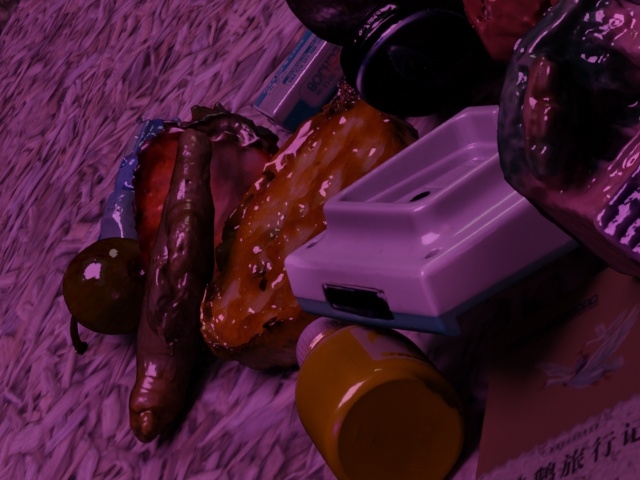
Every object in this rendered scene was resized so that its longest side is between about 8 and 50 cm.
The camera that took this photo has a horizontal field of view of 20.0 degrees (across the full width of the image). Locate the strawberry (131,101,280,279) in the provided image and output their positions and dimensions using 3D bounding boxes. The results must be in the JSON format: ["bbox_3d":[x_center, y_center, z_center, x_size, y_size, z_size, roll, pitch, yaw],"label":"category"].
[{"bbox_3d":[-0.125,-0.038,2.091,0.111,0.190,0.237,-48,-21,-74],"label":"strawberry"}]

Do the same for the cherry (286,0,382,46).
[{"bbox_3d":[0.078,-0.326,2.002,0.255,0.218,0.296,-25,9,-22],"label":"cherry"}]

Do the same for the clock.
[{"bbox_3d":[0.112,-0.023,1.536,0.231,0.116,0.262,-29,13,-22],"label":"clock"}]

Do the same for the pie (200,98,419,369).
[{"bbox_3d":[0.000,0.000,1.867,0.315,0.092,0.315,-38,32,29],"label":"pie"}]

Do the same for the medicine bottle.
[{"bbox_3d":[0.037,0.128,1.554,0.122,0.122,0.212,-51,23,4],"label":"medicine bottle"}]

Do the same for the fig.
[{"bbox_3d":[-0.276,0.078,2.266,0.236,0.124,0.124,-42,22,55],"label":"fig"}]

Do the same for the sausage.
[{"bbox_3d":[0.206,-0.264,1.767,0.152,0.152,0.280,-43,25,22],"label":"sausage"}]

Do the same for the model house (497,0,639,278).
[{"bbox_3d":[0.275,-0.087,1.279,0.237,0.202,0.237,-47,25,-5],"label":"model house"}]

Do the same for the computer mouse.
[{"bbox_3d":[0.107,-0.187,1.847,0.137,0.096,0.233,-51,-15,19],"label":"computer mouse"}]

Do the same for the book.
[{"bbox_3d":[0.195,0.145,1.358,0.217,0.021,0.310,-35,29,37],"label":"book"}]

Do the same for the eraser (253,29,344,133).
[{"bbox_3d":[0.009,-0.233,2.226,0.225,0.052,0.095,-53,21,-1],"label":"eraser"}]

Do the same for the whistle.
[{"bbox_3d":[-0.233,-0.056,2.405,0.180,0.093,0.269,-23,43,51],"label":"whistle"}]

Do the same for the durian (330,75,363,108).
[{"bbox_3d":[0.048,-0.150,1.996,0.080,0.080,0.091,-58,2,-11],"label":"durian"}]

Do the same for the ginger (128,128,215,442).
[{"bbox_3d":[-0.153,0.055,1.973,0.166,0.080,0.333,-113,36,-74],"label":"ginger"}]
